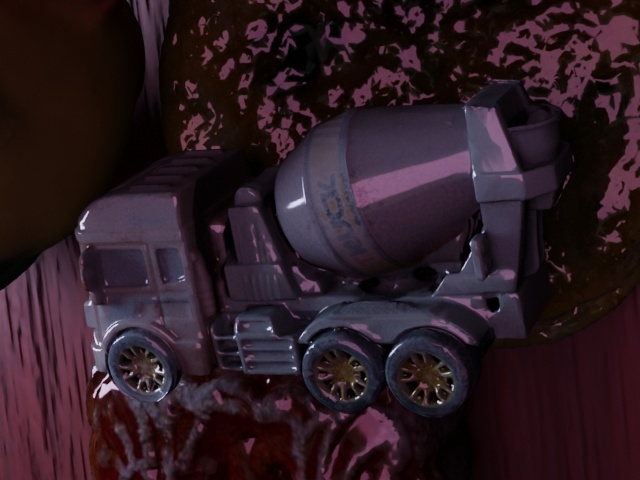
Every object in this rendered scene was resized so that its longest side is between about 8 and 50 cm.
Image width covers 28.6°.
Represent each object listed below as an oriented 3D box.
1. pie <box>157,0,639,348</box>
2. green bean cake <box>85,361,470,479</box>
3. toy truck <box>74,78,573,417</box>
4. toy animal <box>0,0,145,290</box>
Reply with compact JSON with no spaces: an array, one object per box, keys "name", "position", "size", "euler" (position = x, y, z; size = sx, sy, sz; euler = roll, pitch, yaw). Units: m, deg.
[{"name":"pie","position":[0.054,-0.096,0.688],"size":[0.323,0.070,0.323],"euler":[3,97,24]},{"name":"green bean cake","position":[-0.027,0.149,0.737],"size":[0.232,0.097,0.199],"euler":[6,106,25]},{"name":"toy truck","position":[0.000,0.000,0.627],"size":[0.256,0.108,0.140],"euler":[-1,111,26]},{"name":"toy animal","position":[-0.206,-0.074,0.707],"size":[0.338,0.216,0.191],"euler":[-46,52,44]}]
